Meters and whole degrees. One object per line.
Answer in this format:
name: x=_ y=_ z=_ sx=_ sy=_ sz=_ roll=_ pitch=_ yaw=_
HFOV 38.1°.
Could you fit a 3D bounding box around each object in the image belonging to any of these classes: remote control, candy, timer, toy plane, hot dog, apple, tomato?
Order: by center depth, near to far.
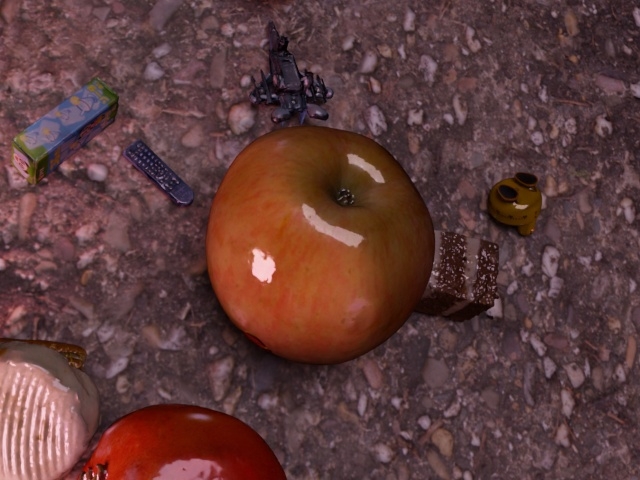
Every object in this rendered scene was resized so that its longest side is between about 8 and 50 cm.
tomato: x=-0.207 y=0.400 z=1.349 sx=0.290 sy=0.293 sz=0.325 roll=12 pitch=60 yaw=-29
hot dog: x=-0.456 y=0.191 z=1.471 sx=0.165 sy=0.045 sz=0.071 roll=8 pitch=68 yaw=-15
apple: x=0.000 y=0.000 z=1.534 sx=0.392 sy=0.346 sz=0.391 roll=8 pitch=62 yaw=-15
candy: x=-0.438 y=-0.189 z=1.596 sx=0.062 sy=0.097 sz=0.194 roll=44 pitch=62 yaw=1
remote control: x=-0.287 y=-0.117 z=1.660 sx=0.152 sy=0.027 sz=0.043 roll=44 pitch=69 yaw=4
toy plane: x=-0.066 y=-0.330 z=1.786 sx=0.169 sy=0.078 sz=0.246 roll=-6 pitch=72 yaw=-20
timer: x=0.387 y=-0.069 z=1.841 sx=0.107 sy=0.109 sz=0.107 roll=-2 pitch=46 yaw=2

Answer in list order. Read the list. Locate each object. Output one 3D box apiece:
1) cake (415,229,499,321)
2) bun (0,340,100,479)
cake: x=0.234 y=0.063 z=1.703 sx=0.147 sy=0.134 sz=0.135 roll=18 pitch=63 yaw=-18
bun: x=-0.451 y=0.257 z=1.382 sx=0.239 sy=0.141 sz=0.239 roll=0 pitch=98 yaw=-3
